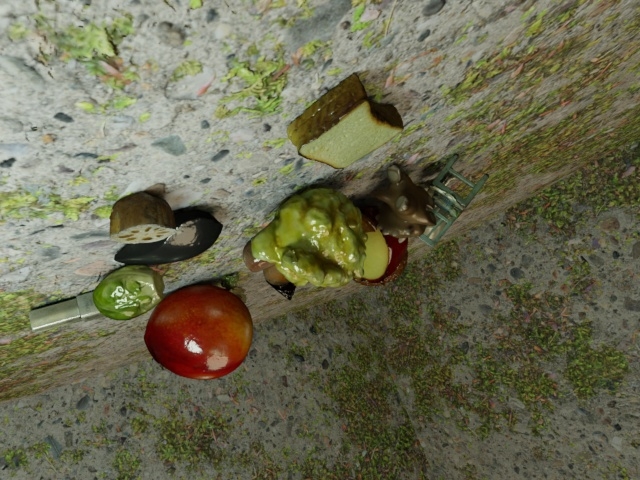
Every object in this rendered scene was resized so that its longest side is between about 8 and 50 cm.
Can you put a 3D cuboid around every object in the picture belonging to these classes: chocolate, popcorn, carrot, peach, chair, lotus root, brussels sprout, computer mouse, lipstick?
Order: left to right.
[{"bbox_3d":[-0.696,0.200,1.236,0.253,0.078,0.077,-16,165,-26],"label":"lipstick"},{"bbox_3d":[-0.531,0.146,1.180,0.181,0.143,0.161,-8,129,-10],"label":"brussels sprout"},{"bbox_3d":[-0.363,-0.039,0.855,0.112,0.081,0.122,-25,167,16],"label":"lotus root"},{"bbox_3d":[-0.367,0.017,1.045,0.295,0.087,0.168,-27,169,28],"label":"computer mouse"},{"bbox_3d":[-0.458,0.342,1.584,0.389,0.388,0.388,-21,166,-6],"label":"peach"},{"bbox_3d":[-0.358,0.160,1.670,0.085,0.058,0.085,-14,149,-9],"label":"brussels sprout"},{"bbox_3d":[-0.158,0.192,2.003,0.133,0.156,0.156,-48,170,-12],"label":"chocolate"},{"bbox_3d":[-0.109,0.073,1.572,0.139,0.138,0.302,-13,163,-35],"label":"carrot"},{"bbox_3d":[-0.003,-0.003,1.143,0.275,0.278,0.335,20,166,20],"label":"popcorn"},{"bbox_3d":[0.197,-0.015,1.553,0.201,0.258,0.361,-44,152,-33],"label":"peach"},{"bbox_3d":[0.409,-0.128,1.394,0.270,0.136,0.147,-50,167,-3],"label":"chair"}]

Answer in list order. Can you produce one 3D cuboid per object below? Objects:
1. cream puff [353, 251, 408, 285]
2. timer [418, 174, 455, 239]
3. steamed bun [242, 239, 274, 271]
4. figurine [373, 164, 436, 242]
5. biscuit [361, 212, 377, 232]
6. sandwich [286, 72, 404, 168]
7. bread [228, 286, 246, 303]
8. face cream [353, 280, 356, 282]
[{"bbox_3d":[0.241,0.086,1.839,0.303,0.212,0.303,-14,-154,7],"label":"cream puff"},{"bbox_3d":[0.423,-0.144,1.623,0.175,0.175,0.266,-20,148,-10],"label":"timer"},{"bbox_3d":[-0.167,0.031,1.387,0.145,0.106,0.175,-26,176,14],"label":"steamed bun"},{"bbox_3d":[0.243,-0.095,1.319,0.173,0.177,0.247,-23,156,34],"label":"figurine"},{"bbox_3d":[0.080,-0.064,1.399,0.206,0.025,0.126,-4,138,37],"label":"biscuit"},{"bbox_3d":[0.054,-0.223,0.848,0.186,0.065,0.215,-30,165,29],"label":"sandwich"},{"bbox_3d":[-0.433,0.283,1.943,0.173,0.085,0.134,-30,168,22],"label":"bread"},{"bbox_3d":[0.223,0.115,2.138,0.153,0.177,0.177,-18,165,-16],"label":"face cream"}]
